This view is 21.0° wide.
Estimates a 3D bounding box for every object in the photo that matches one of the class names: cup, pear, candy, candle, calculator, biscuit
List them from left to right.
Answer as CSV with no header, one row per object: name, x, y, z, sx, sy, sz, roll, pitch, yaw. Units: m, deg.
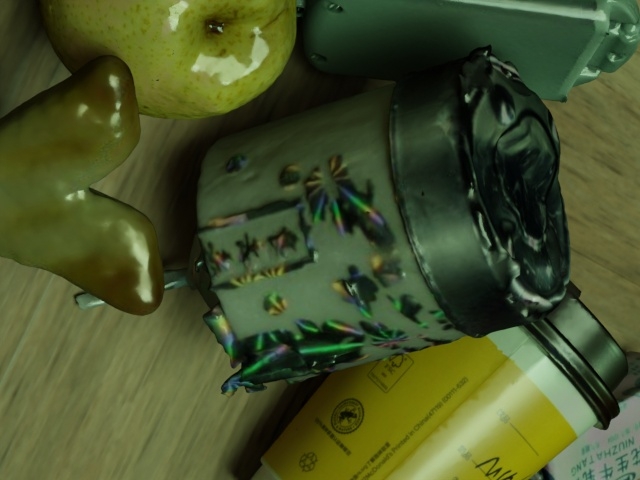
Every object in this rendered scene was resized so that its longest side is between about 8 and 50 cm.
biscuit,-0.203,-0.030,1.038,0.208,0.047,0.164,-2,115,7
pear,-0.087,-0.155,1.064,0.178,0.178,0.178,-13,113,-31
candle,0.000,0.000,1.165,0.187,0.330,0.187,48,34,-47
cup,0.083,0.134,1.286,0.280,0.196,0.196,-46,127,-3
calculator,0.096,-0.147,1.177,0.246,0.141,0.045,6,69,-5
candy,0.232,0.166,1.465,0.160,0.073,0.092,-23,114,-26
